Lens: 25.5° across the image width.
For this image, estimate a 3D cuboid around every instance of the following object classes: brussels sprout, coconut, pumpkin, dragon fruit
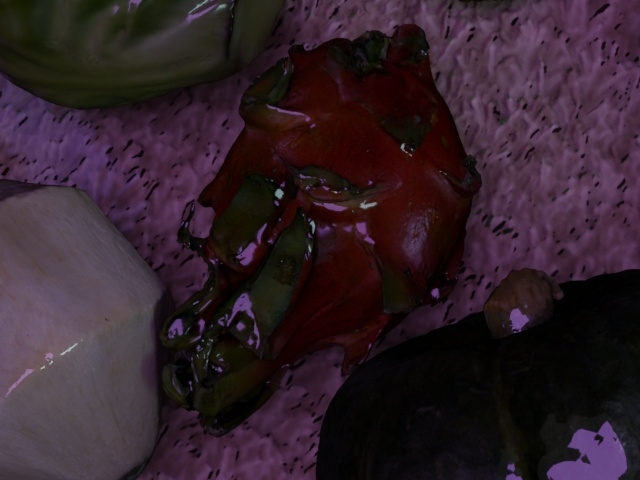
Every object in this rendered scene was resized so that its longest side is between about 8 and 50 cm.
[{"bbox_3d":[-0.147,-0.203,0.960,0.244,0.244,0.244,-1,84,8],"label":"brussels sprout"},{"bbox_3d":[-0.194,0.077,0.941,0.202,0.202,0.222,-39,77,3],"label":"coconut"},{"bbox_3d":[0.141,0.119,0.833,0.300,0.300,0.207,-16,92,6],"label":"pumpkin"},{"bbox_3d":[-0.009,-0.015,0.918,0.198,0.269,0.200,15,129,42],"label":"dragon fruit"}]
